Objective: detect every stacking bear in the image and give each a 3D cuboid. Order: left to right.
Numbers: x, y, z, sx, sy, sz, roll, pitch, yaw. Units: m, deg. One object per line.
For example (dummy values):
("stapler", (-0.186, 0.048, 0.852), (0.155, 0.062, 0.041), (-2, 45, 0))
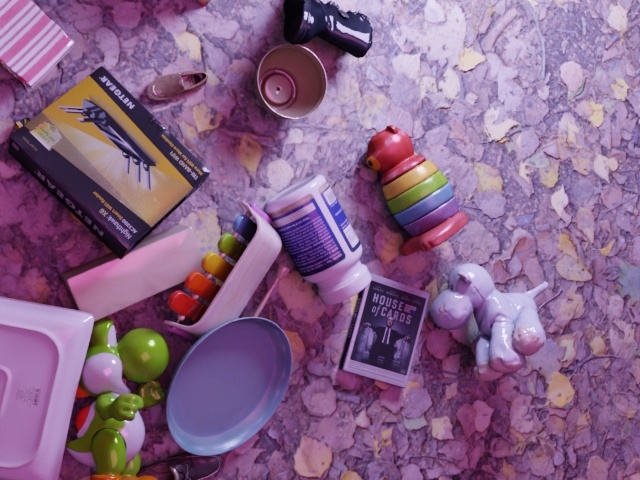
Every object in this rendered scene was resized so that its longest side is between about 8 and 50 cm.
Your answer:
("stacking bear", (0.209, -0.131, 1.892), (0.164, 0.175, 0.289), (-33, 94, -19))

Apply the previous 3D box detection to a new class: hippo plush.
("hippo plush", (0.401, 0.165, 1.919), (0.236, 0.234, 0.294), (38, 93, -7))

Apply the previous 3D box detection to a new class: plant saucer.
("plant saucer", (-0.194, 0.299, 1.691), (0.318, 0.044, 0.317), (-20, 123, -35))

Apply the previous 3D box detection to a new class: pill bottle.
("pill bottle", (0.000, 0.000, 1.789), (0.153, 0.153, 0.264), (-33, 101, -22))

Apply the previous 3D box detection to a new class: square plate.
("square plate", (-0.632, 0.273, 1.502), (0.344, 0.049, 0.347), (13, 89, -9))

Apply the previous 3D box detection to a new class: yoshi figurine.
("yoshi figurine", (-0.368, 0.321, 1.583), (0.203, 0.204, 0.362), (6, 67, -44))

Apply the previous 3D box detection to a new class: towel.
("towel", (-0.604, -0.412, 1.594), (0.197, 0.029, 0.144), (43, 62, -17))

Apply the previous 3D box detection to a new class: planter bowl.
("planter bowl", (-0.080, -0.343, 1.787), (0.162, 0.109, 0.162), (0, 90, -23))

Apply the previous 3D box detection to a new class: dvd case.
("dvd case", (0.155, 0.214, 1.920), (0.179, 0.029, 0.238), (19, 81, -23))

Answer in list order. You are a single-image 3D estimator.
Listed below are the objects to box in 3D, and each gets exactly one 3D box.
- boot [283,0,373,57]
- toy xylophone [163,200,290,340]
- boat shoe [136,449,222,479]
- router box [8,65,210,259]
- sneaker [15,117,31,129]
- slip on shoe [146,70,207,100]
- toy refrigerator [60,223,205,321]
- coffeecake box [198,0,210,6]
("boot", (0.025, -0.470, 1.790), (0.207, 0.246, 0.094), (23, 120, -20))
("toy xylophone", (-0.183, 0.089, 1.697), (0.322, 0.081, 0.236), (-54, 152, -13))
("boat shoe", (-0.308, 0.488, 1.678), (0.224, 0.073, 0.080), (-5, 93, -22))
("router box", (-0.414, -0.156, 1.598), (0.309, 0.081, 0.243), (44, 62, -5))
("sneaker", (-0.569, -0.210, 1.607), (0.035, 0.031, 0.083), (-43, 105, -20))
("slip on shoe", (-0.304, -0.334, 1.724), (0.135, 0.041, 0.051), (-16, 95, -24))
("toy refrigerator", (-0.381, 0.065, 1.652), (0.270, 0.094, 0.102), (-25, 106, -22))
("coffeecake box", (-0.252, -0.583, 1.677), (0.142, 0.185, 0.068), (39, 74, -18))
